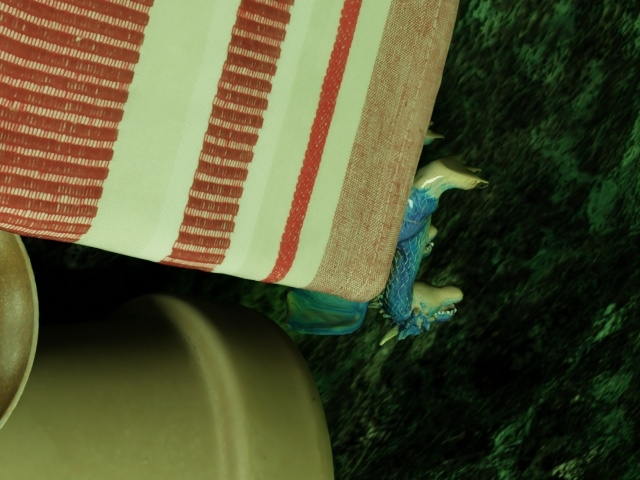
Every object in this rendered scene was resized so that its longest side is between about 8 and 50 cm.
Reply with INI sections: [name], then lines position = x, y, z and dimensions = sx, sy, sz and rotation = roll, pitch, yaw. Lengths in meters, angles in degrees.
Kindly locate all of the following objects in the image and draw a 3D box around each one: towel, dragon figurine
[towel]
position = -0.047, -0.107, 0.651
dimensions = 0.329, 0.037, 0.237
rotation = 14, 90, -52
[dragon figurine]
position = 0.000, 0.000, 0.869
dimensions = 0.289, 0.085, 0.144
rotation = -4, 131, -46

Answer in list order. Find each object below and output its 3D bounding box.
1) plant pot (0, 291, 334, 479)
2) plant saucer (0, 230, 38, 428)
[plant pot]
position = -0.156, 0.144, 0.754
dimensions = 0.229, 0.263, 0.263
rotation = 13, 120, -33
[plant saucer]
position = -0.206, 0.032, 0.640
dimensions = 0.168, 0.168, 0.029
rotation = -24, 174, -27
